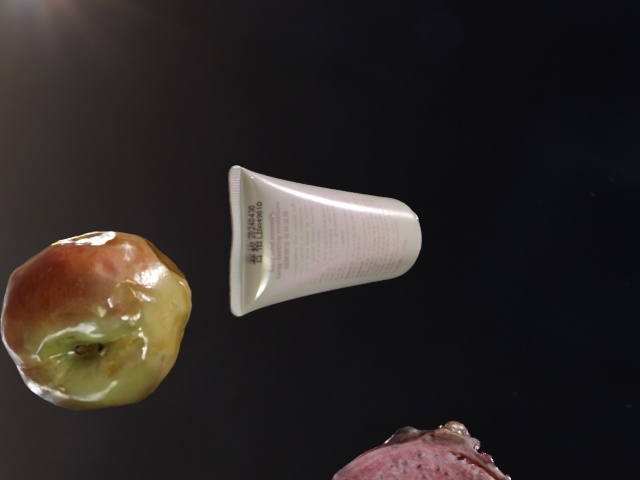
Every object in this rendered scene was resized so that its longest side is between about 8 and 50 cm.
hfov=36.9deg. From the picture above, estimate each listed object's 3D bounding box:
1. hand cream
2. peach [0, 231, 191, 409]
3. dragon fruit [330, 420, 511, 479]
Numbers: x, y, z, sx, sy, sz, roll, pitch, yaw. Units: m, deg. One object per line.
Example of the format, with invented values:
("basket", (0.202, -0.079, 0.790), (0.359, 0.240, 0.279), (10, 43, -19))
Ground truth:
("hand cream", (0.000, 0.000, 1.313), (0.118, 0.358, 0.186), (2, -88, 40))
("peach", (-0.255, 0.091, 1.138), (0.214, 0.214, 0.235), (-47, -176, 19))
("dragon fruit", (0.121, 0.419, 1.157), (0.296, 0.314, 0.263), (38, -39, 32))
